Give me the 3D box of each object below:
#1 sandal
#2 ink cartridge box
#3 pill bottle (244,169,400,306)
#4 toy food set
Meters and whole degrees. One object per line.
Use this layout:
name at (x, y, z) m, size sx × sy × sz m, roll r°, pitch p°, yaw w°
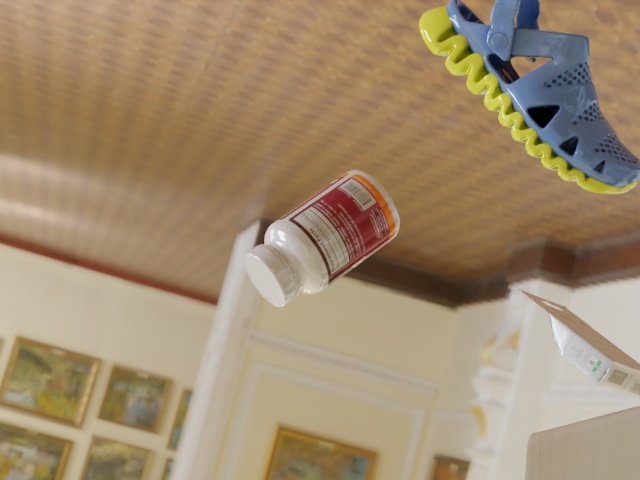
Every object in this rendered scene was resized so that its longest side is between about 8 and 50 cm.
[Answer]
sandal at (0.258, -0.186, 1.346) m, size 0.317 × 0.138 × 0.126 m, roll 47°, pitch -158°, yaw 8°
ink cartridge box at (0.445, 0.177, 2.013) m, size 0.181 × 0.056 × 0.225 m, roll 20°, pitch -166°, yaw -49°
pill bottle at (0.000, 0.000, 1.193) m, size 0.086 × 0.152 × 0.086 m, roll 42°, pitch 154°, yaw 27°
toy food set at (0.415, 0.387, 1.726) m, size 0.220 × 0.306 × 0.092 m, roll -21°, pitch 128°, yaw 32°
